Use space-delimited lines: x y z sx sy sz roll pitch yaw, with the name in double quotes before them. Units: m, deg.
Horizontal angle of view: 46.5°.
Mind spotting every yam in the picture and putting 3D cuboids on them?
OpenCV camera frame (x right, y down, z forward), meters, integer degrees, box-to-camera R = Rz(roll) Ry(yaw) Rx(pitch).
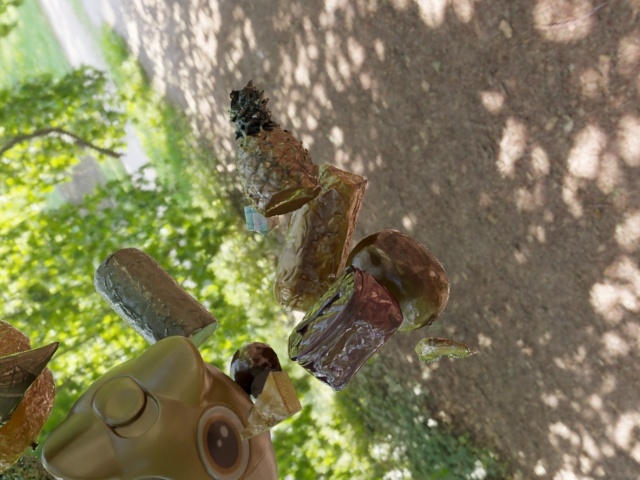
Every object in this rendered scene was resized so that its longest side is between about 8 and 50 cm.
"yam" -0.404 0.161 1.835 0.304 0.168 0.168 40 159 19

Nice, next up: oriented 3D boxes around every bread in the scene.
"bread" -0.005 -0.002 1.700 0.195 0.148 0.344 -34 -41 -73
"bread" -0.094 0.278 1.261 0.080 0.109 0.084 62 -163 13
"bread" -0.786 0.351 1.652 0.398 0.398 0.215 41 164 53

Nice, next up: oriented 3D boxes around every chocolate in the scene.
"chocolate" -0.143 0.285 1.644 0.127 0.124 0.133 47 165 -34

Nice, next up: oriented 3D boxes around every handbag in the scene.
"handbag" 0.042 0.165 1.430 0.135 0.225 0.146 36 -163 -17

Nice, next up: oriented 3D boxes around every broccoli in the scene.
"broccoli" -0.813 0.724 1.988 0.235 0.260 0.288 -17 98 51

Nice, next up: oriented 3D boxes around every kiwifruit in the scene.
"kiwifruit" 0.168 0.090 1.609 0.234 0.196 0.196 50 163 25

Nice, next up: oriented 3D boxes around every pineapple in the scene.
"pineapple" -0.105 -0.189 1.430 0.158 0.157 0.279 111 138 -72

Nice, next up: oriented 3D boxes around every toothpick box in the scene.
"toothpick box" -0.294 0.431 1.443 0.409 0.409 0.425 45 161 47

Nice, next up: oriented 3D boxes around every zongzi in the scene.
"zongzi" -0.549 0.220 1.265 0.078 0.176 0.160 35 171 30

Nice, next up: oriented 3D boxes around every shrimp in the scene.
"shrimp" 0.277 0.245 1.677 0.236 0.133 0.053 107 160 -75

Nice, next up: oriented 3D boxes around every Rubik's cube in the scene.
"Rubik's cube" -0.140 -0.056 1.818 0.075 0.073 0.084 14 111 21
